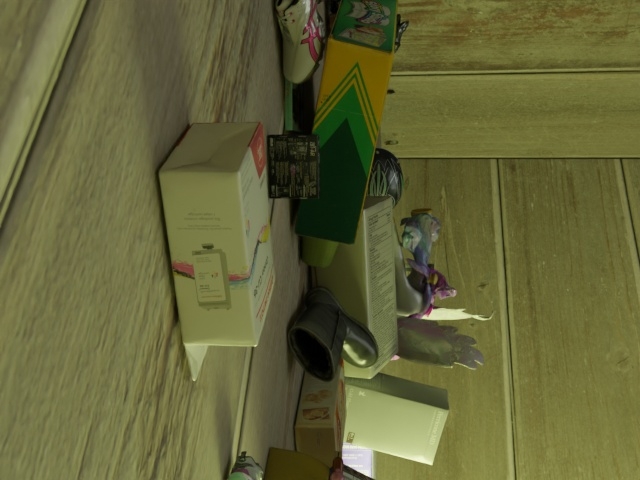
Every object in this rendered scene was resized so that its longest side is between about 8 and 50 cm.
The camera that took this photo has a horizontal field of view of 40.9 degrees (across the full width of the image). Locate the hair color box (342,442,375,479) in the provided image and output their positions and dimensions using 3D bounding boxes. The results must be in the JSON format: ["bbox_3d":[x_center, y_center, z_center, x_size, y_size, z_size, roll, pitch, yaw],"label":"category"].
[{"bbox_3d":[0.073,0.539,1.929,0.185,0.110,0.339,-71,159,-73],"label":"hair color box"}]

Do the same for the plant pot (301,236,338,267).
[{"bbox_3d":[0.000,0.000,1.422,0.083,0.083,0.079,-68,169,-72],"label":"plant pot"}]

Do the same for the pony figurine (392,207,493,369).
[{"bbox_3d":[0.169,0.122,1.779,0.303,0.350,0.364,-33,119,-69],"label":"pony figurine"}]

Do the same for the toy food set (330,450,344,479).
[{"bbox_3d":[0.025,0.325,1.140,0.122,0.019,0.078,-77,166,-63],"label":"toy food set"}]

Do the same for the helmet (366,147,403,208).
[{"bbox_3d":[0.119,-0.136,2.022,0.161,0.169,0.169,-139,-133,-77],"label":"helmet"}]

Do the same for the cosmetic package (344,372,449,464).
[{"bbox_3d":[0.118,0.329,1.646,0.107,0.238,0.127,-59,161,-74],"label":"cosmetic package"}]

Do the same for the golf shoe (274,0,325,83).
[{"bbox_3d":[-0.036,-0.307,1.177,0.086,0.067,0.186,-13,122,-41],"label":"golf shoe"}]

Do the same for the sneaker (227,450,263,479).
[{"bbox_3d":[-0.076,0.270,0.926,0.069,0.038,0.098,-78,167,-57],"label":"sneaker"}]

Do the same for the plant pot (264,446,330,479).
[{"bbox_3d":[-0.028,0.333,1.141,0.081,0.083,0.081,-79,168,-53],"label":"plant pot"}]

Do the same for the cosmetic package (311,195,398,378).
[{"bbox_3d":[0.064,0.080,1.580,0.160,0.113,0.310,-25,113,-64],"label":"cosmetic package"}]

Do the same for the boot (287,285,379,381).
[{"bbox_3d":[0.026,0.172,1.396,0.189,0.076,0.208,45,10,-10],"label":"boot"}]

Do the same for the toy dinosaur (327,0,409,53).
[{"bbox_3d":[0.066,-0.454,1.811,0.218,0.164,0.322,21,88,-68],"label":"toy dinosaur"}]

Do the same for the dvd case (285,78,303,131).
[{"bbox_3d":[-0.039,-0.208,1.302,0.119,0.013,0.087,-38,129,-82],"label":"dvd case"}]

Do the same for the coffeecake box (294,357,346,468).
[{"bbox_3d":[0.003,0.310,1.476,0.185,0.068,0.142,-79,167,-58],"label":"coffeecake box"}]

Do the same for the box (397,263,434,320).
[{"bbox_3d":[0.144,0.143,1.968,0.056,0.231,0.183,21,69,-79],"label":"box"}]

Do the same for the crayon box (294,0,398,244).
[{"bbox_3d":[0.047,-0.219,1.403,0.363,0.106,0.313,-79,179,-61],"label":"crayon box"}]

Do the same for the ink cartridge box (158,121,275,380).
[{"bbox_3d":[-0.081,0.011,0.734,0.115,0.067,0.198,-78,167,-62],"label":"ink cartridge box"}]

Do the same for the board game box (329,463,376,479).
[{"bbox_3d":[0.095,0.500,1.230,0.141,0.291,0.232,-49,-161,35],"label":"board game box"}]

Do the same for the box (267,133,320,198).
[{"bbox_3d":[-0.034,-0.097,1.122,0.018,0.067,0.083,-61,151,-76],"label":"box"}]
